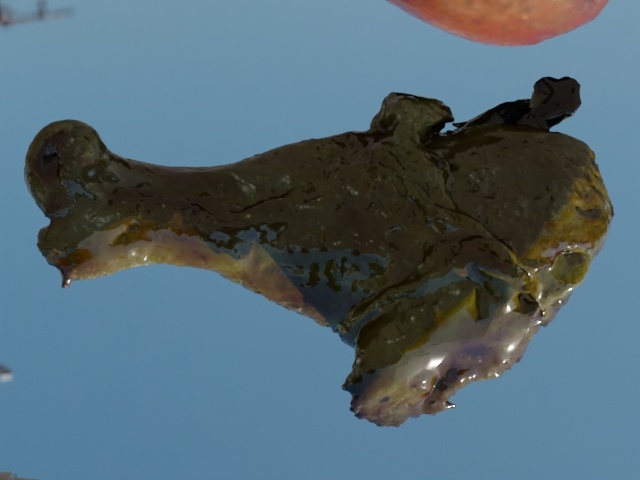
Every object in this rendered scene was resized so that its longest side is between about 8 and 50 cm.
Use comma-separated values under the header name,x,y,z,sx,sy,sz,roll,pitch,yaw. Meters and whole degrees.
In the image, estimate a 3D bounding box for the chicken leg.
name,x,y,z,sx,sy,sz,roll,pitch,yaw
chicken leg,0.008,0.013,1.053,0.361,0.140,0.211,-8,-115,-11

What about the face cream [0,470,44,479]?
name,x,y,z,sx,sy,sz,roll,pitch,yaw
face cream,-0.419,0.263,1.647,0.345,0.102,0.102,3,-158,4

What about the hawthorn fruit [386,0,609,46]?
name,x,y,z,sx,sy,sz,roll,pitch,yaw
hawthorn fruit,0.131,-0.239,1.221,0.262,0.210,0.210,35,-163,-12
